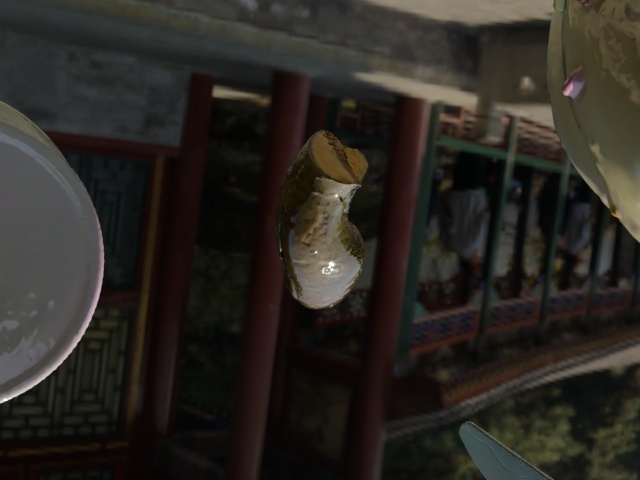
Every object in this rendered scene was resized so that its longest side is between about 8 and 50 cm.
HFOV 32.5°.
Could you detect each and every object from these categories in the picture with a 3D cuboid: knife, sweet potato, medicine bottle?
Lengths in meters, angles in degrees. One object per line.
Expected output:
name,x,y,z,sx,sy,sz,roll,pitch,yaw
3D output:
knife,0.220,0.236,0.911,0.260,0.063,0.035,29,-148,27
sweet potato,0.007,0.002,1.066,0.085,0.112,0.286,16,156,12
medicine bottle,-0.296,0.002,0.831,0.241,0.241,0.302,6,-178,-26

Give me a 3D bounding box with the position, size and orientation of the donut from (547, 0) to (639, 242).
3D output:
donut,0.316,-0.132,0.617,0.383,0.382,0.142,8,163,20
